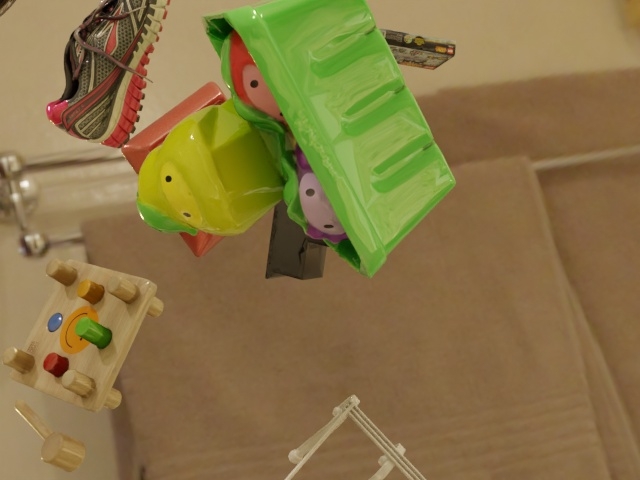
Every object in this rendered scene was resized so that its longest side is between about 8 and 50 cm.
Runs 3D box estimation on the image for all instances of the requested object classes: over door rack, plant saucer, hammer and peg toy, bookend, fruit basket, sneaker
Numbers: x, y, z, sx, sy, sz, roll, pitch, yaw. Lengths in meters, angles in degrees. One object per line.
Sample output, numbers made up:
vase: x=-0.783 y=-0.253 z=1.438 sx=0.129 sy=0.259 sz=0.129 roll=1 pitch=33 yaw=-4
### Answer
over door rack: x=0.041 y=0.405 z=1.570 sx=0.108 sy=0.239 sz=0.324 roll=-46 pitch=-2 yaw=35
plant saucer: x=-0.210 y=-0.143 z=2.023 sx=0.259 sy=0.258 sz=0.047 roll=-43 pitch=16 yaw=-33
hammer and peg toy: x=-0.463 y=0.214 z=1.923 sx=0.266 sy=0.361 sz=0.127 roll=12 pitch=-18 yaw=40
bookend: x=0.000 y=0.000 z=1.730 sx=0.157 sy=0.156 sz=0.072 roll=13 pitch=10 yaw=33
fruit basket: x=-0.070 y=-0.116 z=1.349 sx=0.392 sy=0.392 sz=0.283 roll=-13 pitch=14 yaw=-12
sneaker: x=-0.280 y=-0.279 z=1.424 sx=0.112 sy=0.299 sz=0.121 roll=14 pitch=0 yaw=-28

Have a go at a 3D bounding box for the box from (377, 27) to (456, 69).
box: x=0.135 y=-0.305 z=1.688 sx=0.137 sy=0.027 sz=0.094 roll=7 pitch=-6 yaw=-14

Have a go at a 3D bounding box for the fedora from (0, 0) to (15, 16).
fedora: x=-0.511 y=-0.439 z=1.501 sx=0.244 sy=0.124 sz=0.275 roll=-49 pitch=-16 yaw=-35

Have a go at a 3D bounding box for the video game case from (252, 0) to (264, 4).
video game case: x=-0.028 y=-0.330 z=1.855 sx=0.042 sy=0.232 sz=0.210 roll=-1 pitch=27 yaw=40
